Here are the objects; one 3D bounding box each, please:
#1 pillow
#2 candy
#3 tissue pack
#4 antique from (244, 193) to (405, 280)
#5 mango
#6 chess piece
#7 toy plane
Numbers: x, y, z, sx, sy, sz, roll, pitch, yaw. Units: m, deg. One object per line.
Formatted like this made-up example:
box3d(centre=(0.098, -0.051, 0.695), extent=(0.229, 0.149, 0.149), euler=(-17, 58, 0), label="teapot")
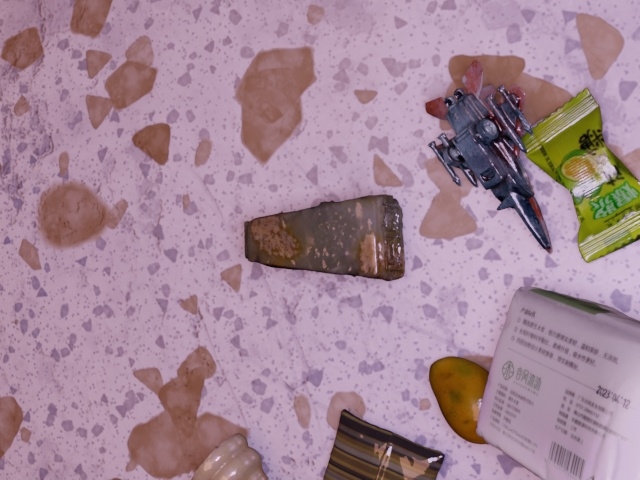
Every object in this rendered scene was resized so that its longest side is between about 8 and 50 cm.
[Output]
box3d(centre=(0.098, 0.433, 1.501), extent=(0.208, 0.052, 0.212), euler=(18, 95, 28), label="pillow")
box3d(centre=(0.426, -0.101, 1.352), extent=(0.149, 0.069, 0.246), euler=(-33, 76, 19), label="candy")
box3d(centre=(0.407, 0.235, 1.199), extent=(0.356, 0.194, 0.266), euler=(27, 103, 65), label="tissue pack")
box3d(centre=(0.000, 0.000, 1.520), extent=(0.284, 0.125, 0.150), euler=(-2, 86, 25), label="antique")
box3d(centre=(0.248, 0.260, 1.416), extent=(0.111, 0.089, 0.163), euler=(-34, 67, 22), label="mango")
box3d(centre=(-0.107, 0.490, 1.566), extent=(0.261, 0.143, 0.142), euler=(40, 105, 13), label="chess piece")
box3d(centre=(0.287, -0.120, 1.388), extent=(0.223, 0.104, 0.326), euler=(-39, 70, 50), label="toy plane")
